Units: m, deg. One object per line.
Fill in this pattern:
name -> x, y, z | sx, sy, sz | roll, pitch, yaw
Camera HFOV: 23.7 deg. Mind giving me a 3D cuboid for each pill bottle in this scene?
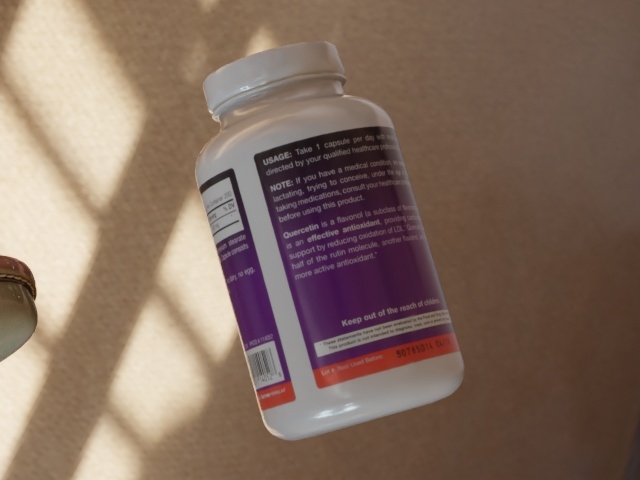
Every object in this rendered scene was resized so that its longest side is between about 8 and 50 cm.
pill bottle -> 0.000, 0.000, 1.326 | 0.181, 0.181, 0.323 | -6, 78, -55

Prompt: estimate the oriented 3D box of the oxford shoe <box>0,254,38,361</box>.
oxford shoe -> -0.342, 0.144, 0.987 | 0.397, 0.146, 0.140 | -30, 156, -20
